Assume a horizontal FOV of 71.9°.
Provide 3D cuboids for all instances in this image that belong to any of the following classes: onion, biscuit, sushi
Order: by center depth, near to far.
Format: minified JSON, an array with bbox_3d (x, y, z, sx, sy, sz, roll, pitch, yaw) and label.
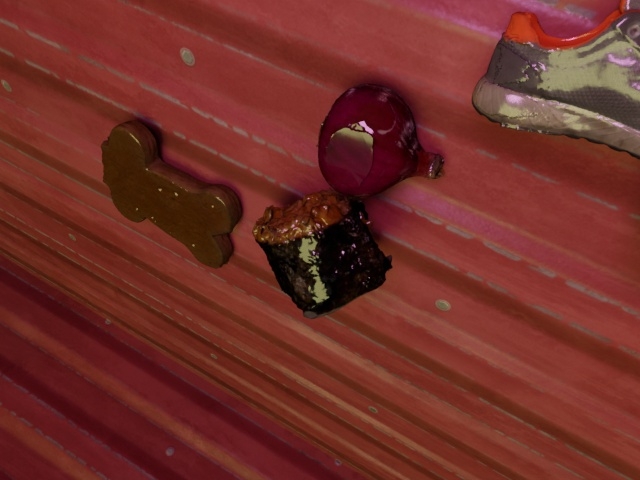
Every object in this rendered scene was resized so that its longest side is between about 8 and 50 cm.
[{"bbox_3d":[0.099,-0.142,0.728,0.217,0.140,0.195,27,134,6],"label":"onion"},{"bbox_3d":[0.000,0.000,0.868,0.208,0.234,0.348,64,163,-14],"label":"sushi"},{"bbox_3d":[-0.387,-0.119,1.154,0.393,0.076,0.368,31,141,2],"label":"biscuit"}]

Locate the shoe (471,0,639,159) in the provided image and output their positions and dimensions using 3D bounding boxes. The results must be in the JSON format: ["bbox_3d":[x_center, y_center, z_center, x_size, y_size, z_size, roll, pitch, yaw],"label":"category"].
[{"bbox_3d":[0.355,-0.197,0.494,0.336,0.132,0.171,21,130,23],"label":"shoe"}]
